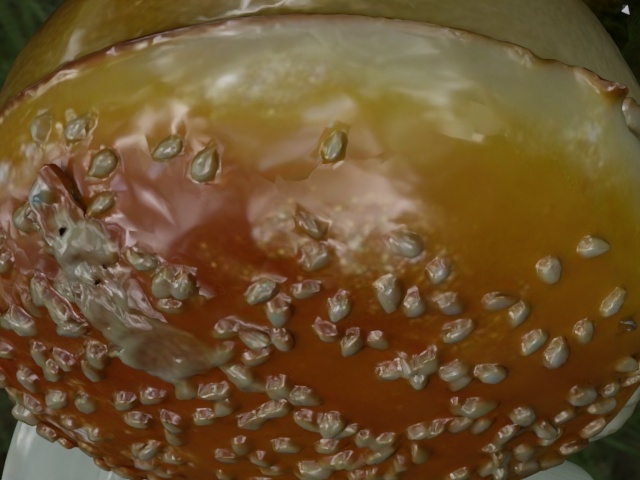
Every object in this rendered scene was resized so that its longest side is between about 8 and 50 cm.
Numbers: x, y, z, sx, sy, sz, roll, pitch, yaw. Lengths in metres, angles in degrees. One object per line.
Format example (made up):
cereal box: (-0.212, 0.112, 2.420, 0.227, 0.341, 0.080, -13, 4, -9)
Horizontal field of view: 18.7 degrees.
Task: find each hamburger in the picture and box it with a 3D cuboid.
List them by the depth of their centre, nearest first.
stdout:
hamburger: (0.002, -0.002, 0.572, 0.237, 0.237, 0.147, -25, 58, 28)

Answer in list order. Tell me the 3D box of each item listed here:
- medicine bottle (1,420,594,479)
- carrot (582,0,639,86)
medicine bottle: (-0.008, 0.190, 1.285, 0.211, 0.371, 0.211, -44, 36, 44)
carrot: (0.117, -0.126, 0.631, 0.082, 0.082, 0.173, 51, 135, 35)
